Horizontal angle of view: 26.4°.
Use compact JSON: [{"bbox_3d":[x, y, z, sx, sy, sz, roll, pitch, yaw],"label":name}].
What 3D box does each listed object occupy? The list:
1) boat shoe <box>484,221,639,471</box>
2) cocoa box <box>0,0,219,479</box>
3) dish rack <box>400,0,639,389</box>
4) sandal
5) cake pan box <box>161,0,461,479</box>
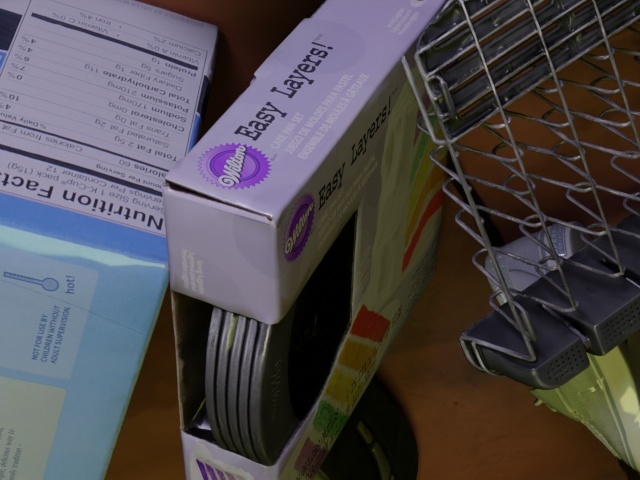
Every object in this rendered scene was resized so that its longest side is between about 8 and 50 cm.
[{"bbox_3d":[0.182,0.081,0.967,0.081,0.079,0.227,-13,125,27],"label":"boat shoe"},{"bbox_3d":[-0.220,0.032,0.839,0.231,0.228,0.347,15,131,-9],"label":"cocoa box"},{"bbox_3d":[0.150,-0.059,0.785,0.208,0.074,0.271,-34,122,-16],"label":"dish rack"},{"bbox_3d":[-0.005,0.147,1.025,0.086,0.120,0.302,7,137,36],"label":"sandal"},{"bbox_3d":[0.000,0.000,0.776,0.070,0.267,0.245,16,132,19],"label":"cake pan box"}]
